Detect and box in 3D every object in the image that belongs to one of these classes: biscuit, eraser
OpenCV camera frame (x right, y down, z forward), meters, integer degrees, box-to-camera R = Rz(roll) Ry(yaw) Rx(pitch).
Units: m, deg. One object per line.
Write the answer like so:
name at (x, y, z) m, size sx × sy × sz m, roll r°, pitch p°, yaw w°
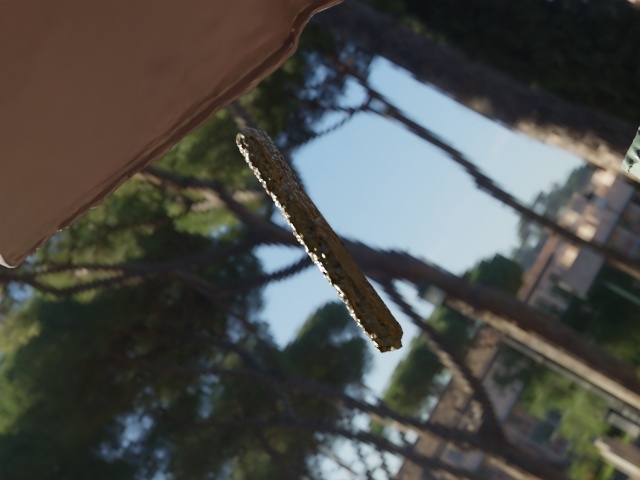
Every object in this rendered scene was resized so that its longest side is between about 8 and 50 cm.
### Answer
biscuit at (0.000, 0.000, 1.256) m, size 0.025 × 0.231 × 0.131 m, roll -35°, pitch -1°, yaw 5°
eraser at (-0.123, -0.184, 0.646) m, size 0.272 × 0.122 × 0.359 m, roll -40°, pitch -28°, yaw -14°

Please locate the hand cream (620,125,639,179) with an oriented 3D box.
hand cream at (0.247, 0.001, 0.720) m, size 0.050 × 0.205 × 0.078 m, roll -52°, pitch -16°, yaw -4°
